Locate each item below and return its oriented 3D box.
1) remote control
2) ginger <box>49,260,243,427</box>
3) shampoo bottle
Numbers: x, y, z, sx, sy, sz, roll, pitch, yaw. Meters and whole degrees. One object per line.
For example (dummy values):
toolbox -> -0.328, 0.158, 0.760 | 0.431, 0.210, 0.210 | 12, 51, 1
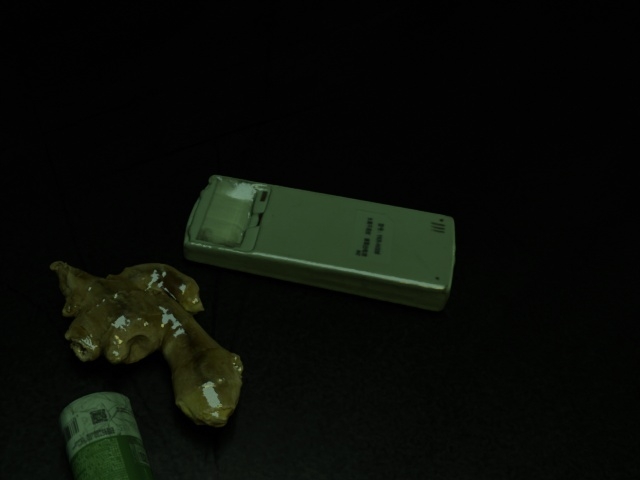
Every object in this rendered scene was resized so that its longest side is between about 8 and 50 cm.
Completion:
remote control -> 0.000, 0.000, 0.941 | 0.286, 0.038, 0.123 | 9, 44, 1
ginger -> -0.156, 0.094, 0.807 | 0.133, 0.059, 0.214 | -12, 51, -31
shampoo bottle -> -0.149, 0.214, 0.686 | 0.065, 0.065, 0.204 | -13, 50, -21
